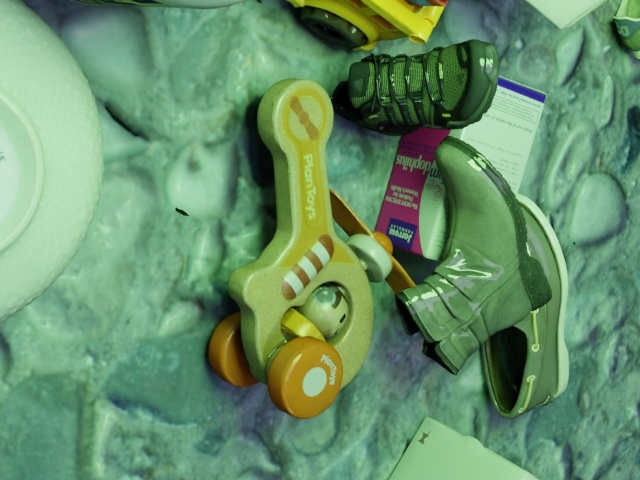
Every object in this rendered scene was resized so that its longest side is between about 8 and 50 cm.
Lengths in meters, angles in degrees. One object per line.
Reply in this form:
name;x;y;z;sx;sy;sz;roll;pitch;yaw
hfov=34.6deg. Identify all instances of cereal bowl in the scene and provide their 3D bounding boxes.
cereal bowl;-0.336;-0.067;0.874;0.339;0.141;0.338;-8;105;-30

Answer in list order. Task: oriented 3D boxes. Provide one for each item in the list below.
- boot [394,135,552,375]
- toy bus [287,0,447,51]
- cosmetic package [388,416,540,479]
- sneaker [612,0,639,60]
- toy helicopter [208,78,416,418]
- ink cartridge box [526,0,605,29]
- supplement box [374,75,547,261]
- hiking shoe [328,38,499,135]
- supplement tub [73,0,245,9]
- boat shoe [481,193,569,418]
boot;0.146;0.025;1.116;0.161;0.083;0.246;-35;117;-12
toy bus;0.041;-0.289;1.022;0.220;0.211;0.149;29;87;-33
cosmetic package;0.267;0.395;1.344;0.365;0.197;0.155;36;82;-32
sneaker;0.450;-0.340;1.361;0.086;0.064;0.192;34;82;-34
toy helicopter;0.000;0.000;1.110;0.235;0.140;0.355;-18;112;-36
ink cartridge box;0.208;-0.391;1.064;0.207;0.117;0.283;26;44;-35
supplement box;0.162;-0.084;1.209;0.114;0.111;0.220;12;94;-34
hiking shoe;0.088;-0.155;1.076;0.114;0.227;0.086;2;80;-32
supplement tub;-0.131;-0.308;0.834;0.235;0.325;0.235;-8;106;-31
boat shoe;0.249;0.089;1.309;0.091;0.109;0.305;-28;119;-30
